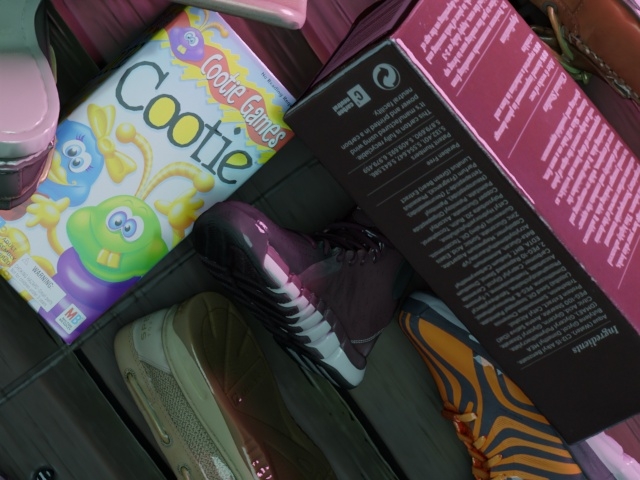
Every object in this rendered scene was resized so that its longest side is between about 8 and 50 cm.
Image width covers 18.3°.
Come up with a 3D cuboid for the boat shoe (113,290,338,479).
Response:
[{"bbox_3d":[-0.069,0.211,1.746,0.110,0.121,0.341,-20,98,30],"label":"boat shoe"}]

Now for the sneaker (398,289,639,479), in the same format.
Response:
[{"bbox_3d":[0.153,0.200,1.766,0.321,0.124,0.180,44,86,-11],"label":"sneaker"}]

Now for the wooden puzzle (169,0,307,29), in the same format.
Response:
[{"bbox_3d":[-0.161,-0.317,1.610,0.322,0.080,0.348,12,53,-11],"label":"wooden puzzle"}]

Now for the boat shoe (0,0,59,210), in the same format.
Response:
[{"bbox_3d":[-0.268,-0.157,1.606,0.109,0.305,0.091,-1,137,-14],"label":"boat shoe"}]

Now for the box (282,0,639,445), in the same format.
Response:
[{"bbox_3d":[0.163,-0.038,1.663,0.143,0.191,0.381,-34,103,37],"label":"box"}]

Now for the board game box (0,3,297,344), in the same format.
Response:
[{"bbox_3d":[-0.162,-0.064,1.675,0.275,0.142,0.144,-43,101,-3],"label":"board game box"}]

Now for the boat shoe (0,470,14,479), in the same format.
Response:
[{"bbox_3d":[-0.183,0.299,1.727,0.306,0.113,0.105,31,82,4],"label":"boat shoe"}]

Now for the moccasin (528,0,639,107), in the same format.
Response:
[{"bbox_3d":[0.231,-0.204,1.732,0.380,0.139,0.147,46,128,-8],"label":"moccasin"}]

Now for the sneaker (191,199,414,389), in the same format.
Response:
[{"bbox_3d":[0.000,0.000,1.687,0.106,0.281,0.162,29,76,31],"label":"sneaker"}]
